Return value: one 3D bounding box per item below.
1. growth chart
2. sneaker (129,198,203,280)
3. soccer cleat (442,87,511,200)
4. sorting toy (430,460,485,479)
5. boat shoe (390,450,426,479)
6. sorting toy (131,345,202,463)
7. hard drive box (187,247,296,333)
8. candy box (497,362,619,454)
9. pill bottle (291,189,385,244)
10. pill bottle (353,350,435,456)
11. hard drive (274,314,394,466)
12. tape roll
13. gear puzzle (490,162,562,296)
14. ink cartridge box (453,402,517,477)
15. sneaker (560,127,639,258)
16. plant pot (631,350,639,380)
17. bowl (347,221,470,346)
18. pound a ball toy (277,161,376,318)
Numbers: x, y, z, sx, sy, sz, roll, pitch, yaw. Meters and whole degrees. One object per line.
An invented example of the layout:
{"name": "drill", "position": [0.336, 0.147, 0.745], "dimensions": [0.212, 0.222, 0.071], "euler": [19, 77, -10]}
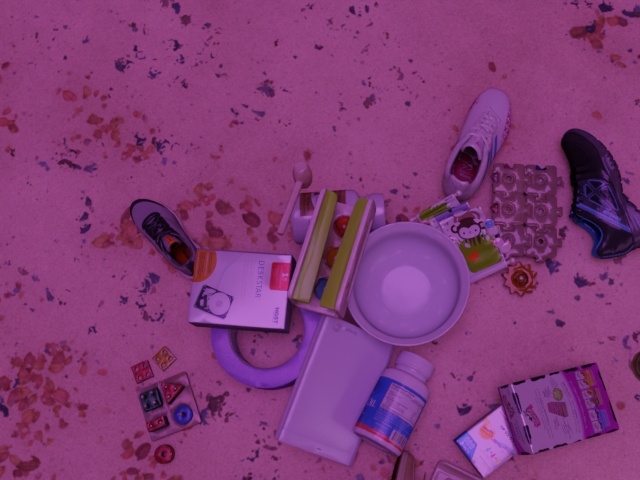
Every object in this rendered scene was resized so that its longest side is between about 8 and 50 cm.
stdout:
{"name": "growth chart", "position": [0.352, -0.006, 1.759], "dimensions": [0.172, 0.021, 0.237], "euler": [-37, 90, 19]}
{"name": "sneaker", "position": [-0.394, -0.016, 1.843], "dimensions": [0.100, 0.108, 0.271], "euler": [-45, 74, -5]}
{"name": "soccer cleat", "position": [0.404, -0.253, 1.803], "dimensions": [0.116, 0.143, 0.331], "euler": [21, 78, 11]}
{"name": "sorting toy", "position": [0.319, 0.637, 1.631], "dimensions": [0.193, 0.038, 0.208], "euler": [24, 79, 11]}
{"name": "boat shoe", "position": [0.197, 0.620, 1.608], "dimensions": [0.089, 0.104, 0.285], "euler": [7, 67, 3]}
{"name": "sorting toy", "position": [-0.380, 0.398, 1.763], "dimensions": [0.132, 0.046, 0.274], "euler": [-21, 74, 0]}
{"name": "hard drive box", "position": [-0.183, 0.120, 1.703], "dimensions": [0.232, 0.089, 0.181], "euler": [3, 76, 6]}
{"name": "candy box", "position": [0.537, 0.380, 1.624], "dimensions": [0.233, 0.071, 0.159], "euler": [-8, 73, -18]}
{"name": "pill bottle", "position": [0.046, -0.061, 1.796], "dimensions": [0.229, 0.131, 0.131], "euler": [-4, 75, 5]}
{"name": "pill bottle", "position": [0.178, 0.374, 1.666], "dimensions": [0.124, 0.124, 0.221], "euler": [26, 71, 12]}
{"name": "hard drive", "position": [0.038, 0.350, 1.687], "dimensions": [0.203, 0.040, 0.307], "euler": [26, 78, -21]}
{"name": "tape roll", "position": [-0.126, 0.226, 1.760], "dimensions": [0.275, 0.090, 0.275], "euler": [-2, 74, 6]}
{"name": "gear puzzle", "position": [0.510, -0.026, 1.789], "dimensions": [0.175, 0.044, 0.339], "euler": [3, 78, 5]}
{"name": "ink cartridge box", "position": [0.412, 0.450, 1.658], "dimensions": [0.181, 0.061, 0.104], "euler": [-37, 76, -5]}
{"name": "sneaker", "position": [0.665, -0.118, 1.752], "dimensions": [0.139, 0.125, 0.341], "euler": [-25, 72, 4]}
{"name": "plant pot", "position": [0.774, 0.288, 1.655], "dimensions": [0.083, 0.079, 0.083], "euler": [-1, 74, 5]}
{"name": "bowl", "position": [0.205, 0.113, 1.732], "dimensions": [0.298, 0.134, 0.298], "euler": [-1, 76, 5]}
{"name": "pound a ball toy", "position": [0.000, 0.000, 1.661], "dimensions": [0.208, 0.136, 0.319], "euler": [14, 75, 13]}
